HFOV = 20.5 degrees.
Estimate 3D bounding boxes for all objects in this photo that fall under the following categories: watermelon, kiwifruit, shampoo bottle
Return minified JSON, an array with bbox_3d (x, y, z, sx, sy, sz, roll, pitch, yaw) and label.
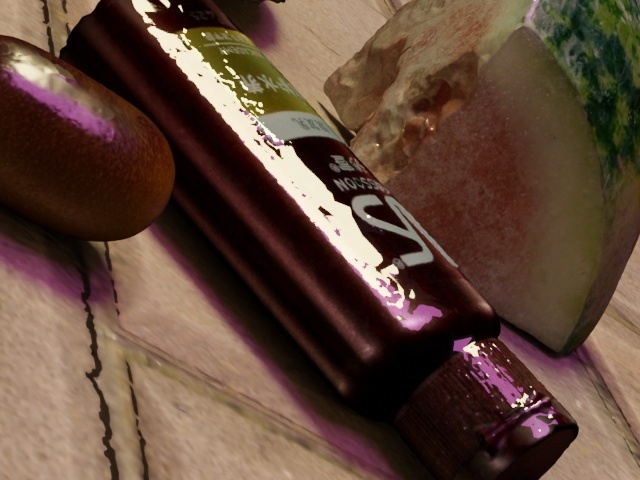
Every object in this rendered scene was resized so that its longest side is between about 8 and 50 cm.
[{"bbox_3d":[0.123,-0.082,1.199,0.232,0.310,0.193,-1,25,-3],"label":"watermelon"},{"bbox_3d":[-0.121,-0.044,0.785,0.124,0.075,0.075,27,22,-25],"label":"kiwifruit"},{"bbox_3d":[0.000,0.000,0.911,0.323,0.084,0.129,49,22,23],"label":"shampoo bottle"}]

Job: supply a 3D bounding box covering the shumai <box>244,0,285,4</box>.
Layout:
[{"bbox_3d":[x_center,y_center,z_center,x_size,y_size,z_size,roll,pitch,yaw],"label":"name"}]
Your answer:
[{"bbox_3d":[-0.090,-0.395,1.280,0.397,0.323,0.324,47,20,17],"label":"shumai"}]
